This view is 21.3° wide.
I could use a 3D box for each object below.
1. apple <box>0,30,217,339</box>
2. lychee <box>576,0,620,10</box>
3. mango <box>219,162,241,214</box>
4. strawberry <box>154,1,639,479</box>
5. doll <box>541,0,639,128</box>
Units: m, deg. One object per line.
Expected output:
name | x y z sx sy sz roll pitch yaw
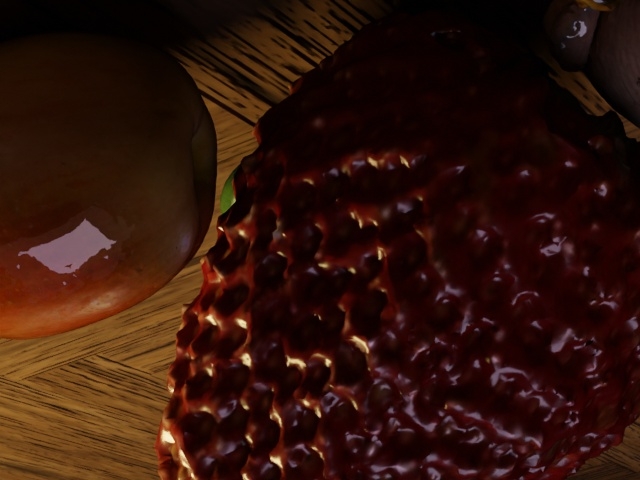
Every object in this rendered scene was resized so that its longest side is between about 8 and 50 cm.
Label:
apple | -0.144 -0.033 0.955 0.199 0.199 0.199 -8 157 -3
lychee | 0.154 -0.203 0.606 0.236 0.236 0.271 11 126 -39
mango | 0.007 -0.001 1.190 0.137 0.091 0.237 -13 157 -2
strawberry | 0.063 0.063 0.993 0.267 0.351 0.312 20 161 49
doll | 0.274 -0.136 0.896 0.201 0.156 0.303 14 145 -31
